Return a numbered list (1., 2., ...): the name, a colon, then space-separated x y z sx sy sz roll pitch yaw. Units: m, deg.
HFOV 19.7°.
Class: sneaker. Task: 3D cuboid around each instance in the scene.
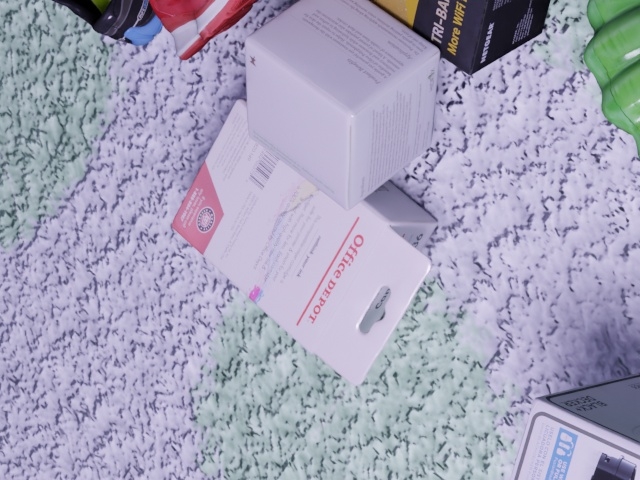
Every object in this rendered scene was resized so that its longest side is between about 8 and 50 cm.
1. sneaker: -0.094 -0.207 1.271 0.128 0.087 0.221 51 155 -4
2. sneaker: -0.190 -0.226 1.409 0.067 0.078 0.188 -48 67 26

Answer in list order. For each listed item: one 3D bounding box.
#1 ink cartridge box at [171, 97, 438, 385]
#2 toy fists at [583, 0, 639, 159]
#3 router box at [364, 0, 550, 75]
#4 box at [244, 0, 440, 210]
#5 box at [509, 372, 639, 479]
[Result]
1. ink cartridge box: 0.000 0.000 1.300 0.198 0.067 0.115 42 114 27
2. toy fists: 0.254 -0.040 1.081 0.096 0.142 0.279 -37 73 30
3. router box: 0.057 -0.295 1.159 0.243 0.081 0.309 38 140 27
4. box: 0.014 -0.098 1.231 0.101 0.087 0.102 38 150 26
5. box: 0.270 0.175 1.066 0.290 0.169 0.087 22 105 30
